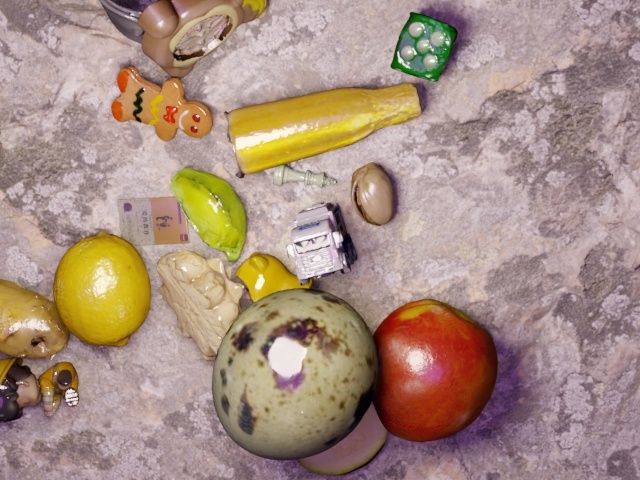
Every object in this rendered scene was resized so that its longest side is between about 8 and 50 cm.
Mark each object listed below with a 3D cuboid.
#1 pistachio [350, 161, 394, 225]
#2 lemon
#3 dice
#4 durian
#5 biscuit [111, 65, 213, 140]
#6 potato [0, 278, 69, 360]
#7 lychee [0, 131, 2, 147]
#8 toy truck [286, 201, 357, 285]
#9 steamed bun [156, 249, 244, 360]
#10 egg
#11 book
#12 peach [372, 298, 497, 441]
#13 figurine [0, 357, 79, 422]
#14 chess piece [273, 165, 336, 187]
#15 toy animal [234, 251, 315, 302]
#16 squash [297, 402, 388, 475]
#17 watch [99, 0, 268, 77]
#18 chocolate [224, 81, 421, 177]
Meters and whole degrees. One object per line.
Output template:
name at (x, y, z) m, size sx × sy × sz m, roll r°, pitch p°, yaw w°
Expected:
pistachio at (0.124, -0.105, 1.885) m, size 0.113 × 0.113 × 0.149 m, roll -14°, pitch 112°, yaw 8°
lemon at (-0.519, 0.117, 1.922) m, size 0.235 × 0.236 × 0.263 m, roll -1°, pitch 78°, yaw 6°
dice at (0.231, -0.429, 1.803) m, size 0.120 × 0.128 × 0.131 m, roll 20°, pitch 100°, yaw 2°
durian at (-0.254, -0.072, 1.931) m, size 0.250 × 0.101 × 0.139 m, roll 48°, pitch 129°, yaw -3°
biscuit at (-0.373, -0.311, 1.905) m, size 0.250 × 0.036 × 0.165 m, roll 22°, pitch 125°, yaw 3°
potato at (-0.767, 0.196, 2.002) m, size 0.300 × 0.140 × 0.173 m, roll 23°, pitch 58°, yaw 4°
lychee at (-0.951, -0.195, 1.850) m, size 0.432 × 0.380 × 0.381 m, roll -11°, pitch 98°, yaw -8°
toy truck at (0.000, 0.000, 1.827) m, size 0.124 × 0.268 × 0.155 m, roll -15°, pitch 95°, yaw 8°
steamed bun at (-0.267, 0.137, 1.906) m, size 0.137 × 0.292 × 0.296 m, roll -34°, pitch 115°, yaw -30°
egg at (-0.061, 0.296, 1.736) m, size 0.345 × 0.345 × 0.428 m, roll 29°, pitch 127°, yaw 1°
book at (-0.412, -0.047, 1.992) m, size 0.172 × 0.012 × 0.118 m, roll -3°, pitch 99°, yaw 7°
peach at (0.245, 0.304, 1.842) m, size 0.307 × 0.308 × 0.332 m, roll 27°, pitch 106°, yaw 1°
figurine at (-0.739, 0.369, 2.022) m, size 0.256 × 0.192 × 0.167 m, roll -10°, pitch 60°, yaw -16°
chess piece at (-0.036, -0.149, 1.919) m, size 0.149 × 0.059 × 0.059 m, roll 9°, pitch 100°, yaw -3°
toy animal at (-0.091, 0.118, 1.915) m, size 0.229 × 0.156 × 0.156 m, roll 39°, pitch 101°, yaw -5°
squash at (0.045, 0.463, 1.968) m, size 0.252 × 0.049 × 0.252 m, roll -5°, pitch 114°, yaw -11°
watch at (-0.328, -0.584, 1.792) m, size 0.335 × 0.314 × 0.327 m, roll -33°, pitch 83°, yaw -5°
chocolate at (0.010, -0.262, 1.849) m, size 0.445 × 0.162 × 0.162 m, roll -12°, pitch 98°, yaw 3°
